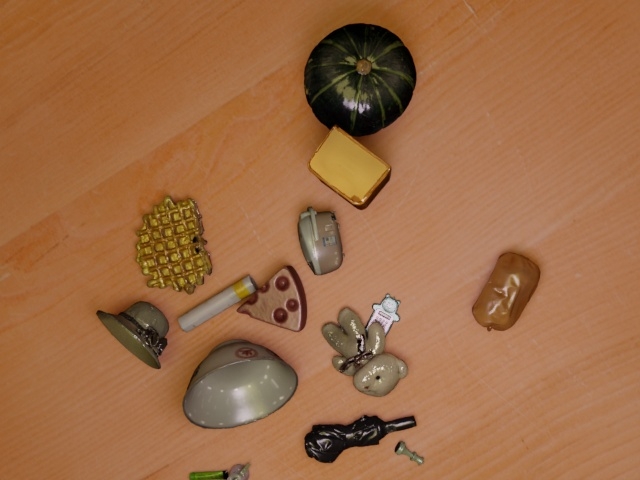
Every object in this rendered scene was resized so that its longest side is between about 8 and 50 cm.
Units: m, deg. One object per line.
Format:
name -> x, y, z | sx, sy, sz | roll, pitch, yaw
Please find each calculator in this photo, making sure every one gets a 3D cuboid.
calculator -> 0.192, 0.233, 1.690 | 0.094, 0.019, 0.141 | 28, 93, 8

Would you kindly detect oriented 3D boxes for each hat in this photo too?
hat -> -0.543, 0.260, 1.697 | 0.257, 0.257, 0.130 | 38, 62, 5

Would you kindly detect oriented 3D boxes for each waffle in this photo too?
waffle -> -0.447, 0.020, 1.738 | 0.283, 0.065, 0.309 | 30, 96, 8

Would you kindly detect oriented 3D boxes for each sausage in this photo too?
sausage -> 0.533, 0.151, 1.605 | 0.136, 0.120, 0.241 | 32, 94, 17

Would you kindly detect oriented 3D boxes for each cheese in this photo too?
cheese -> -0.122, 0.160, 1.676 | 0.203, 0.128, 0.177 | 17, 89, 10

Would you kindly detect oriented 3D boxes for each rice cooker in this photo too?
rice cooker -> 0.000, 0.000, 1.652 | 0.127, 0.145, 0.206 | -7, 85, -6

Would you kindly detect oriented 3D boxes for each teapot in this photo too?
teapot -> -0.249, 0.722, 1.709 | 0.064, 0.064, 0.083 | 42, 94, 4

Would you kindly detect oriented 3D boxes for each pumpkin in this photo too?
pumpkin -> 0.109, -0.454, 1.584 | 0.323, 0.241, 0.323 | 1, 77, -2

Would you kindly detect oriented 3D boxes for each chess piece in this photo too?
chess piece -> 0.271, 0.644, 1.669 | 0.093, 0.042, 0.042 | 32, 93, 1

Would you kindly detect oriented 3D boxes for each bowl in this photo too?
bowl -> -0.246, 0.397, 1.639 | 0.337, 0.337, 0.157 | -30, 46, 5

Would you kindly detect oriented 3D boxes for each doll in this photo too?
doll -> 0.115, 0.339, 1.645 | 0.278, 0.149, 0.175 | 49, 133, 16

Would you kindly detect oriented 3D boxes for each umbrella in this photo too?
umbrella -> 0.118, 0.577, 1.657 | 0.340, 0.118, 0.118 | -13, 88, 2

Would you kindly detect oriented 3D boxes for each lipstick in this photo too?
lipstick -> -0.318, 0.196, 1.724 | 0.264, 0.059, 0.059 | -31, 87, 5

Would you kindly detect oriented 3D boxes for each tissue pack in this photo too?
tissue pack -> 0.087, -0.192, 1.577 | 0.194, 0.274, 0.145 | 36, 94, 6

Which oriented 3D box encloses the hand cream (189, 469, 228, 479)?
hand cream -> -0.348, 0.736, 1.739 | 0.122, 0.023, 0.036 | -3, 110, 5
